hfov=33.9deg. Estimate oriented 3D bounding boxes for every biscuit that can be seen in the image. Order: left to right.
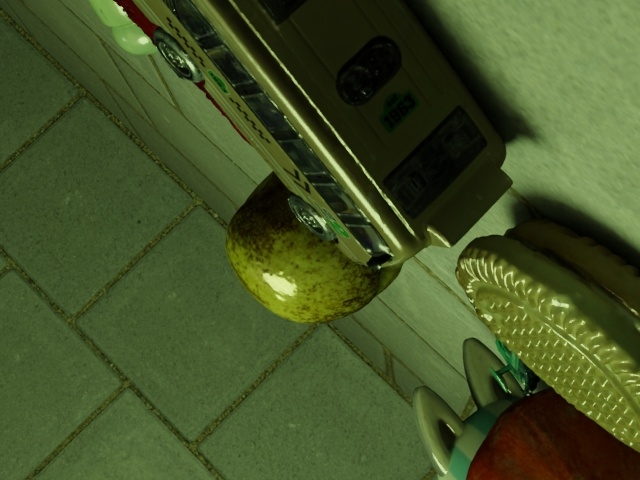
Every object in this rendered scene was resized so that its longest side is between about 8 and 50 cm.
[{"bbox_3d":[0.221,0.081,0.845,0.259,0.079,0.259,44,173,7],"label":"biscuit"}]

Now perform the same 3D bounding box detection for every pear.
[{"bbox_3d":[0.000,0.000,1.144,0.197,0.197,0.197,44,172,8],"label":"pear"}]

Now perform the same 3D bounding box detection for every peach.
[{"bbox_3d":[0.248,0.240,1.023,0.232,0.232,0.256,53,-176,-46],"label":"peach"}]

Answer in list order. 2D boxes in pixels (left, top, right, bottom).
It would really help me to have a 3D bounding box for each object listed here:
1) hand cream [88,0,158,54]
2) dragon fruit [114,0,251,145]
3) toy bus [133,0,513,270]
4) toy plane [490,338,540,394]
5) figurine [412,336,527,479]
[{"bbox_3d":[-0.254,-0.333,1.127,0.147,0.093,0.306,44,172,50],"label":"hand cream"},{"bbox_3d":[-0.089,-0.193,0.947,0.282,0.100,0.343,39,174,43],"label":"dragon fruit"},{"bbox_3d":[0.008,-0.114,0.748,0.289,0.139,0.157,52,165,-21],"label":"toy bus"},{"bbox_3d":[0.217,0.118,1.145,0.096,0.060,0.235,50,172,23],"label":"toy plane"},{"bbox_3d":[0.290,0.283,1.294,0.377,0.266,0.361,70,-161,7],"label":"figurine"}]
